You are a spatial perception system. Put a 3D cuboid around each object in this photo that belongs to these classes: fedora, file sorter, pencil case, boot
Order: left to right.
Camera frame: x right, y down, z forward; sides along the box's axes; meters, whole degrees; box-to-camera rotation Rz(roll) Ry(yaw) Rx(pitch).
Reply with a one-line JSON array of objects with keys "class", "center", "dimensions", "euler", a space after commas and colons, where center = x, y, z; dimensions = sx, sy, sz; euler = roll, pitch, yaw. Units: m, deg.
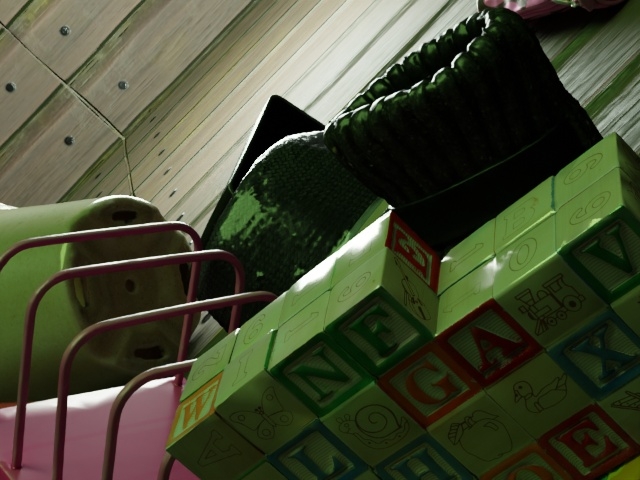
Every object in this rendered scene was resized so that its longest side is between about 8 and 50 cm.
[{"class": "file sorter", "center": [-0.107, 0.125, 1.093], "dimensions": [0.290, 0.202, 0.182], "euler": [37, 125, 45]}, {"class": "fedora", "center": [0.000, 0.000, 1.304], "dimensions": [0.334, 0.152, 0.334], "euler": [-53, -10, -14]}, {"class": "boot", "center": [0.078, 0.018, 1.082], "dimensions": [0.348, 0.260, 0.131], "euler": [-40, 18, 19]}, {"class": "pencil case", "center": [0.252, -0.276, 1.624], "dimensions": [0.209, 0.095, 0.098], "euler": [-9, 57, 66]}]

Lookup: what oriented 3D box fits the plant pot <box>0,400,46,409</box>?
[{"class": "plant pot", "center": [-0.261, 0.248, 1.267], "dimensions": [0.265, 0.272, 0.272], "euler": [-5, 4, -21]}]

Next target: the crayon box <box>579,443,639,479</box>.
[{"class": "crayon box", "center": [0.119, 0.203, 0.878], "dimensions": [0.323, 0.083, 0.203], "euler": [-17, 34, 57]}]

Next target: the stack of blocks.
[{"class": "stack of blocks", "center": [0.078, 0.071, 0.842], "dimensions": [0.297, 0.171, 0.087], "euler": [-37, 19, 26]}]

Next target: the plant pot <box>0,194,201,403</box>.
[{"class": "plant pot", "center": [-0.328, 0.079, 1.878], "dimensions": [0.305, 0.334, 0.334], "euler": [-15, 34, 40]}]

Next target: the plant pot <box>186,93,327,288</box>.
[{"class": "plant pot", "center": [-0.034, -0.002, 1.556], "dimensions": [0.167, 0.187, 0.188], "euler": [-50, 12, 36]}]
